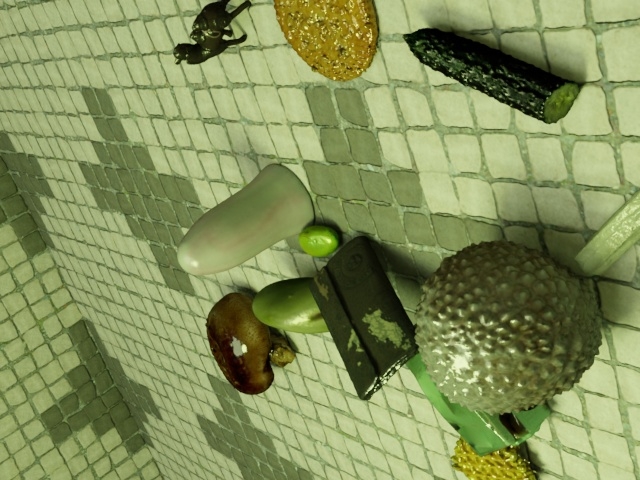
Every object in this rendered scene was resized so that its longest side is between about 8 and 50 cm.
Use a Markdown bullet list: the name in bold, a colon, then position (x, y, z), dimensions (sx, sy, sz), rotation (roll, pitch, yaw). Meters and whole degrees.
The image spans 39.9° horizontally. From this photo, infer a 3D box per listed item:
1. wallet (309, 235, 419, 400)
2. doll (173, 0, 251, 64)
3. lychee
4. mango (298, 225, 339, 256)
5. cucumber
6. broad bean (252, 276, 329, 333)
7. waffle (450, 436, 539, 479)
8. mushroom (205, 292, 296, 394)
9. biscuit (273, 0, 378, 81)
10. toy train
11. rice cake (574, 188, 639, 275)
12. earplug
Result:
- **wallet**: position (0.079, 0.143, 1.724), dimensions (0.044, 0.170, 0.321), rotation (30, -156, -39)
- **doll**: position (-0.215, -0.400, 1.711), dimensions (0.057, 0.165, 0.139), rotation (49, 154, 18)
- **lychee**: position (0.293, 0.143, 1.400), dimensions (0.300, 0.300, 0.300), rotation (34, 143, 31)
- **mango**: position (0.000, 0.000, 1.897), dimensions (0.108, 0.056, 0.073), rotation (-14, 116, 53)
- **cucumber**: position (0.242, -0.256, 1.308), dimensions (0.300, 0.072, 0.072), rotation (35, 144, 34)
- **broad bean**: position (-0.035, 0.143, 1.957), dimensions (0.263, 0.189, 0.121), rotation (-7, 111, 42)
- **waffle**: position (0.368, 0.465, 1.830), dimensions (0.197, 0.070, 0.193), rotation (29, 140, 32)
- **mushroom**: position (-0.201, 0.280, 2.340), dimensions (0.278, 0.163, 0.297), rotation (25, 137, 41)
- **biscuit**: position (0.003, -0.394, 1.538), dimensions (0.254, 0.035, 0.254), rotation (35, 144, 30)
- **toy train**: position (0.277, 0.254, 1.666), dimensions (0.326, 0.159, 0.129), rotation (52, 147, 8)
- **rice cake**: position (0.444, -0.027, 1.265), dimensions (0.052, 0.057, 0.256), rotation (32, 146, 4)
- **earplug**: position (-0.179, -0.022, 1.883), dimensions (0.172, 0.301, 0.172), rotation (35, 144, 31)
